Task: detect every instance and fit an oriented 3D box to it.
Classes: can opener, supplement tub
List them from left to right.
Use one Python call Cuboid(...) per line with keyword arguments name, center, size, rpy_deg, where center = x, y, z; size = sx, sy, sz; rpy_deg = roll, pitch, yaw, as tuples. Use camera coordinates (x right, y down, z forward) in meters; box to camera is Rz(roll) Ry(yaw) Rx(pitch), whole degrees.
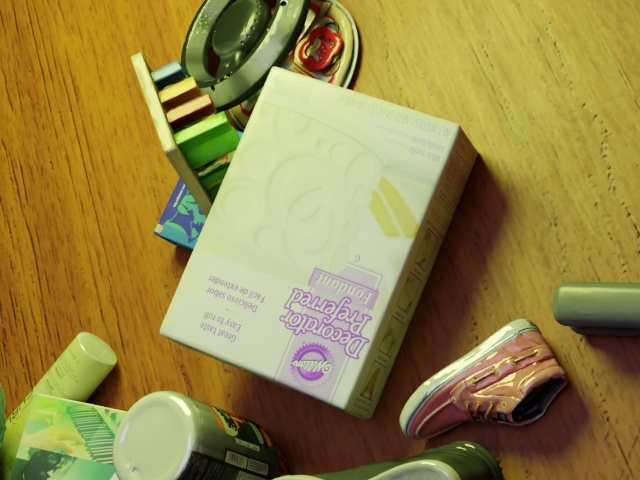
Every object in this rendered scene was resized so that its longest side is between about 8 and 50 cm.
Cuboid(name="supplement tub", center=(-0.123, 0.238, 1.451), size=(0.117, 0.190, 0.117), rpy_deg=(-13, 64, 29))
Cuboid(name="can opener", center=(0.352, 0.082, 1.263), size=(0.280, 0.074, 0.093), rpy_deg=(5, 75, 36))

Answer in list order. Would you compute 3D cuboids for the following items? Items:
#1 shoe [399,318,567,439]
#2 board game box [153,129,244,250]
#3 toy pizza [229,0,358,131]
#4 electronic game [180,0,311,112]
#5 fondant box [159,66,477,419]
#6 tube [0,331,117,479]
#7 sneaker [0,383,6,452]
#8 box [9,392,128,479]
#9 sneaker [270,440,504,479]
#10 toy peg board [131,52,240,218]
Cuboid(name="shoe", center=(0.164, 0.162, 1.365), size=(0.178, 0.063, 0.081), rpy_deg=(-39, 49, 10))
Cuboid(name="board game box", center=(-0.088, -0.045, 1.636), size=(0.210, 0.047, 0.160), rpy_deg=(20, 82, 38))
Cuboid(name="toy pizza", center=(-0.043, -0.222, 1.689), size=(0.201, 0.032, 0.201), rpy_deg=(-14, 64, 30))
Cuboid(name="electronic game", center=(-0.097, -0.263, 1.694), size=(0.229, 0.048, 0.229), rpy_deg=(-29, 46, 35))
Cuboid(name="fondant box", center=(0.000, 0.000, 1.490), size=(0.238, 0.096, 0.330), rpy_deg=(20, 84, 22))
Cuboid(name="tube", center=(-0.351, 0.222, 1.703), size=(0.240, 0.062, 0.070), rpy_deg=(-49, 12, 15))
Cuboid(name="sneaker", center=(-0.431, 0.339, 1.649), size=(0.150, 0.135, 0.366), rpy_deg=(24, 106, 33))
Cuboid(name="box", center=(-0.270, 0.353, 1.561), size=(0.232, 0.058, 0.322), rpy_deg=(7, 74, 23))
Cuboid(name="sneaker", center=(0.056, 0.272, 1.355), size=(0.295, 0.147, 0.105), rpy_deg=(-20, 77, 36))
Cuboid(name="toy peg board", center=(-0.141, -0.131, 1.588), size=(0.079, 0.161, 0.161), rpy_deg=(-24, 55, 2))
